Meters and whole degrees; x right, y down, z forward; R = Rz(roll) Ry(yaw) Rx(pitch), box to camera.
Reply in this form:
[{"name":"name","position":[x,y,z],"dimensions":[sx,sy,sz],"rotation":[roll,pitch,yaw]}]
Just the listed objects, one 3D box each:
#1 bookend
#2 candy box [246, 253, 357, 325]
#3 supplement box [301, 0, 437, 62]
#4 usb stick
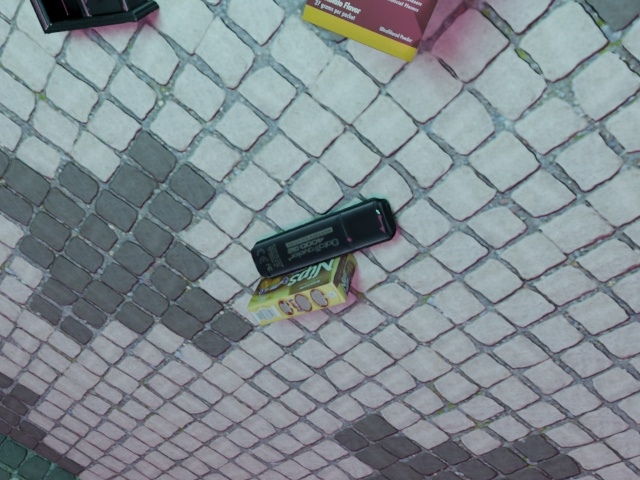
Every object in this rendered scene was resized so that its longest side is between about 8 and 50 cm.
[{"name":"bookend","position":[-0.331,-0.381,0.788],"dimensions":[0.157,0.072,0.156],"rotation":[0,126,16]},{"name":"candy box","position":[-0.033,0.082,1.033],"dimensions":[0.187,0.109,0.053],"rotation":[-20,118,29]},{"name":"supplement box","position":[0.087,-0.335,0.621],"dimensions":[0.129,0.194,0.191],"rotation":[22,129,0]},{"name":"usb stick","position":[0.000,0.000,0.994],"dimensions":[0.278,0.045,0.077],"rotation":[-19,95,28]}]
